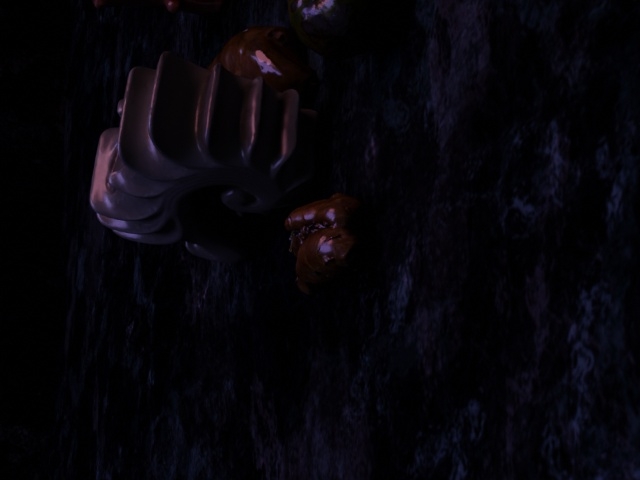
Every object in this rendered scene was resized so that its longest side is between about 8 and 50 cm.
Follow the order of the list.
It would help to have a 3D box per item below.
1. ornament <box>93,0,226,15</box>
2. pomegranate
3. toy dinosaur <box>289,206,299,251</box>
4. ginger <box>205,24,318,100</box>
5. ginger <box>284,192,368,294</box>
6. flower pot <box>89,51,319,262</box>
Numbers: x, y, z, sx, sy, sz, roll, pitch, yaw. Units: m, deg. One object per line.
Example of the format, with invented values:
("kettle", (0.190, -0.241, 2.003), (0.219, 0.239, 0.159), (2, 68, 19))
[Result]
("ornament", (-0.264, -0.491, 2.029), (0.235, 0.218, 0.221), (-116, 39, -55))
("pomegranate", (0.016, -0.275, 1.376), (0.163, 0.126, 0.138), (179, 85, -69))
("toy dinosaur", (-0.026, -0.012, 1.535), (0.113, 0.026, 0.041), (-106, 28, -71))
("ginger", (-0.104, -0.229, 1.697), (0.309, 0.107, 0.133), (-27, 44, 60))
("ginger", (0.000, 0.000, 1.395), (0.162, 0.073, 0.103), (140, 134, -61))
("flower pot", (-0.170, -0.091, 1.604), (0.367, 0.254, 0.164), (135, 144, -56))
